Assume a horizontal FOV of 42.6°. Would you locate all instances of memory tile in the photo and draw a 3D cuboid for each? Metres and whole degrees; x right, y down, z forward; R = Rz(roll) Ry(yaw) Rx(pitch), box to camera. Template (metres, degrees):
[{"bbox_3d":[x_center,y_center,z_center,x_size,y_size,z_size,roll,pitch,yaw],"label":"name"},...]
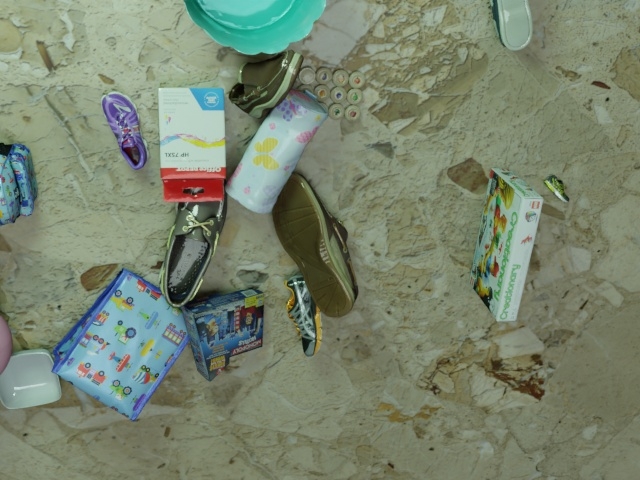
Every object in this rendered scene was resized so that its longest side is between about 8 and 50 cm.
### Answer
[{"bbox_3d":[0.021,-0.314,1.764,0.147,0.012,0.113,3,114,-12],"label":"memory tile"}]

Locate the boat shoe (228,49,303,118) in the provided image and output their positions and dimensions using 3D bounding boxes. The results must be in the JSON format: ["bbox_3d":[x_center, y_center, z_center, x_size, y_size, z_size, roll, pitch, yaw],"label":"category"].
[{"bbox_3d":[-0.119,-0.311,1.617,0.095,0.257,0.095,25,68,-17],"label":"boat shoe"}]

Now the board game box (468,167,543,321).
[{"bbox_3d":[0.422,0.008,1.892,0.053,0.193,0.305,1,114,-12],"label":"board game box"}]

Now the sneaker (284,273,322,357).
[{"bbox_3d":[-0.040,0.175,1.944,0.083,0.084,0.215,-6,105,-8],"label":"sneaker"}]

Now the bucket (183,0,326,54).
[{"bbox_3d":[-0.132,-0.502,1.552,0.281,0.183,0.281,-5,115,-10],"label":"bucket"}]

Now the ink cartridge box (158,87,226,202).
[{"bbox_3d":[-0.263,-0.194,1.687,0.134,0.078,0.231,-2,94,-10],"label":"ink cartridge box"}]

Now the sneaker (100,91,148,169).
[{"bbox_3d":[-0.397,-0.224,1.690,0.068,0.071,0.170,-22,116,-1],"label":"sneaker"}]

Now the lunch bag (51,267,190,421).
[{"bbox_3d":[-0.430,0.219,1.868,0.221,0.138,0.293,38,91,-22],"label":"lunch bag"}]

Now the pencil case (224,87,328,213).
[{"bbox_3d":[-0.092,-0.187,1.730,0.113,0.124,0.273,36,111,11],"label":"pencil case"}]

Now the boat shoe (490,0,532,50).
[{"bbox_3d":[0.393,-0.526,1.703,0.095,0.079,0.255,-19,119,-5],"label":"boat shoe"}]

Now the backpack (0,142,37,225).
[{"bbox_3d":[-0.640,-0.103,1.640,0.116,0.173,0.158,-5,115,-9],"label":"backpack"}]

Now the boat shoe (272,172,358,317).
[{"bbox_3d":[0.000,0.000,1.857,0.123,0.123,0.342,-21,100,32],"label":"boat shoe"}]

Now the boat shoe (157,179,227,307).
[{"bbox_3d":[-0.273,-0.010,1.784,0.116,0.097,0.325,17,102,-18],"label":"boat shoe"}]

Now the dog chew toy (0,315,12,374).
[{"bbox_3d":[-0.773,0.149,1.726,0.206,0.206,0.332,-8,107,-7],"label":"dog chew toy"}]

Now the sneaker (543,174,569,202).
[{"bbox_3d":[0.569,-0.122,1.951,0.083,0.031,0.035,38,102,-24],"label":"sneaker"}]

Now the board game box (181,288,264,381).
[{"bbox_3d":[-0.227,0.219,1.906,0.194,0.060,0.194,-13,119,-36],"label":"board game box"}]

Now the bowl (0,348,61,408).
[{"bbox_3d":[-0.674,0.310,1.892,0.141,0.053,0.142,-10,117,-7],"label":"bowl"}]
